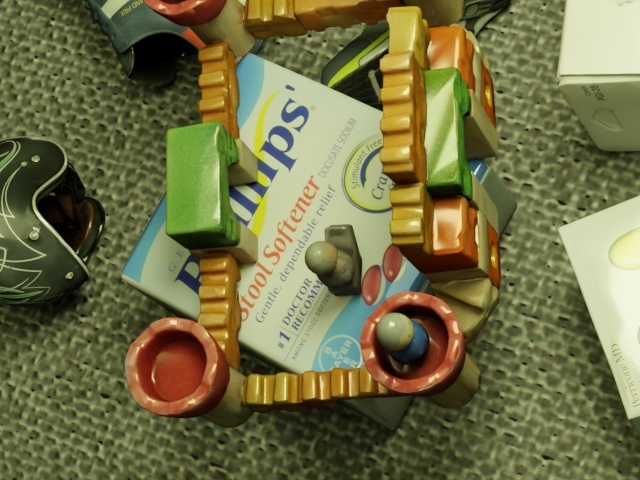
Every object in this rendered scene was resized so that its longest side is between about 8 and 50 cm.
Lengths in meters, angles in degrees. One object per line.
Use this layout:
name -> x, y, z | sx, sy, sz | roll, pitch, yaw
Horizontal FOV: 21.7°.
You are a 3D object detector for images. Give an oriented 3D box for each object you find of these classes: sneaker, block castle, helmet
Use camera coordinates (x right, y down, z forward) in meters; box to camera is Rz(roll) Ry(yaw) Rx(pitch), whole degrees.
sneaker -> -0.213, -0.256, 1.817 | 0.350, 0.131, 0.148 | 22, 97, 31
block castle -> -0.011, -0.067, 1.475 | 0.303, 0.213, 0.453 | -6, 71, 16
sneaker -> 0.107, -0.253, 1.723 | 0.300, 0.111, 0.121 | -43, 58, -8
helmet -> -0.313, -0.011, 1.751 | 0.169, 0.169, 0.162 | 4, 59, 20

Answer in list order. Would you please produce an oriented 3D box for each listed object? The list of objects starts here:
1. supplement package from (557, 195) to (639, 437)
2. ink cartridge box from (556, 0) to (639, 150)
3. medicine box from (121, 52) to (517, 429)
supplement package -> 0.350, 0.055, 1.512 | 0.203, 0.149, 0.194 | -22, 68, 10
ink cartridge box -> 0.315, -0.247, 1.585 | 0.117, 0.207, 0.283 | 2, 75, 23
medicine box -> 0.000, 0.000, 1.648 | 0.289, 0.149, 0.263 | 26, 83, 23
